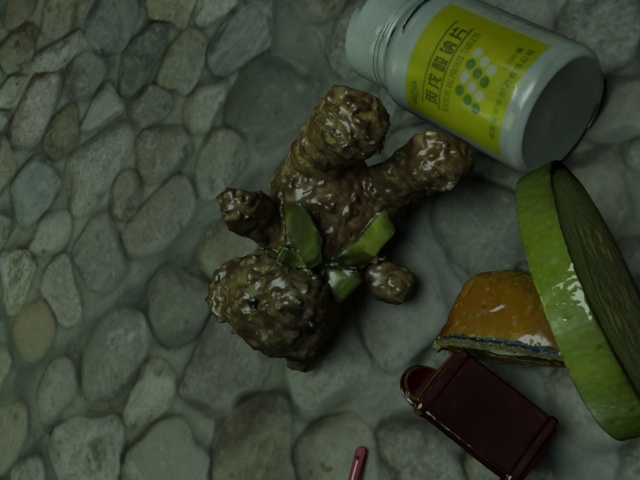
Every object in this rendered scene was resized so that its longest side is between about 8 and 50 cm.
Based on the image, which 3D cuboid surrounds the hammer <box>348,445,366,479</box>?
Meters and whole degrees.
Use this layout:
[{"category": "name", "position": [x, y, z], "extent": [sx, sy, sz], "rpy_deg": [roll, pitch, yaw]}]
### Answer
[{"category": "hammer", "position": [0.037, 0.272, 1.014], "extent": [0.053, 0.031, 0.083], "rpy_deg": [7, 72, 33]}]

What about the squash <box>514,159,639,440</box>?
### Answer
[{"category": "squash", "position": [0.237, 0.050, 0.787], "extent": [0.049, 0.252, 0.252], "rpy_deg": [-25, 65, 26]}]

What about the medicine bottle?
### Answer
[{"category": "medicine bottle", "position": [0.157, -0.184, 0.970], "extent": [0.258, 0.143, 0.143], "rpy_deg": [36, 100, 36]}]

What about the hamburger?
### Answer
[{"category": "hamburger", "position": [0.192, 0.071, 0.909], "extent": [0.176, 0.087, 0.102], "rpy_deg": [-2, 75, 45]}]

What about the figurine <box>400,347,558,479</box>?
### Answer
[{"category": "figurine", "position": [0.150, 0.176, 0.911], "extent": [0.154, 0.098, 0.082], "rpy_deg": [37, 71, 15]}]

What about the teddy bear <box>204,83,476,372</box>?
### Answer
[{"category": "teddy bear", "position": [0.004, -0.001, 0.981], "extent": [0.296, 0.246, 0.222], "rpy_deg": [-34, 37, 56]}]
